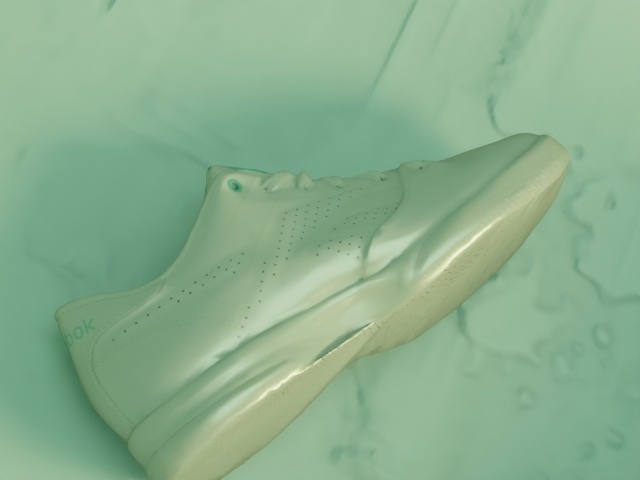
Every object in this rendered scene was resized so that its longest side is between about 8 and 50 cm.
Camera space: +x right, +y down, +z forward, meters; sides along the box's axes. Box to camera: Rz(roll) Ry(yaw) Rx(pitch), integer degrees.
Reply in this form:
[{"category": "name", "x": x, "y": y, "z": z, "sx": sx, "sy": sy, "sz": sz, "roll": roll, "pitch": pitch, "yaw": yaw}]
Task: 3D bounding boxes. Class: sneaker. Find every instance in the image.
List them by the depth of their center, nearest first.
[{"category": "sneaker", "x": 0.000, "y": 0.000, "z": 0.698, "sx": 0.212, "sy": 0.080, "sz": 0.094, "roll": -32, "pitch": 70, "yaw": -27}]
